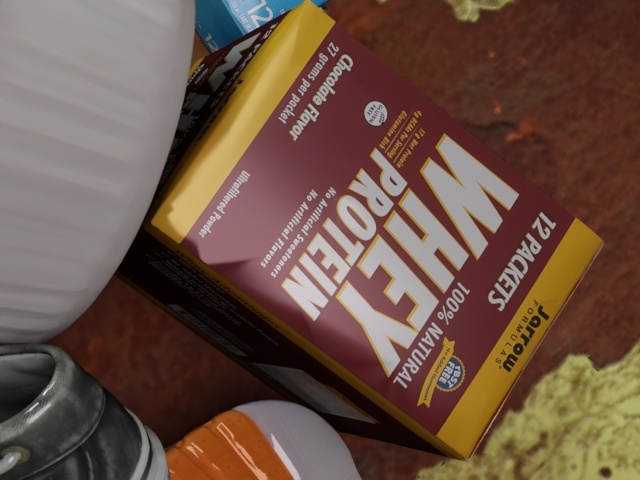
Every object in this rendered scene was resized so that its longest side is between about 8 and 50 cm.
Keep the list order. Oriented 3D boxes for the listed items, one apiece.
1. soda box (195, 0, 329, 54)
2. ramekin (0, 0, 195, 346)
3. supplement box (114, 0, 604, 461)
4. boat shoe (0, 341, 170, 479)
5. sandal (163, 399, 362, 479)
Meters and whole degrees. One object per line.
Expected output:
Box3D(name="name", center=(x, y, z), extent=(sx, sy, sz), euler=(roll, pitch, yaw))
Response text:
Box3D(name="soda box", center=(-0.075, -0.204, 0.861), extent=(0.067, 0.071, 0.210), euler=(-35, 99, -17))
Box3D(name="ramekin", center=(-0.164, -0.068, 0.732), extent=(0.127, 0.273, 0.272), euler=(19, 82, -29))
Box3D(name="supplement box", center=(0.000, 0.000, 0.816), extent=(0.191, 0.194, 0.129), euler=(38, 76, -15))
Box3D(name="boat shoe", center=(-0.237, 0.111, 0.711), extent=(0.335, 0.121, 0.119), euler=(-17, 126, 8))
Box3D(name="sandal", center=(-0.090, 0.161, 0.799), extent=(0.265, 0.076, 0.102), euler=(-24, 89, -39))
